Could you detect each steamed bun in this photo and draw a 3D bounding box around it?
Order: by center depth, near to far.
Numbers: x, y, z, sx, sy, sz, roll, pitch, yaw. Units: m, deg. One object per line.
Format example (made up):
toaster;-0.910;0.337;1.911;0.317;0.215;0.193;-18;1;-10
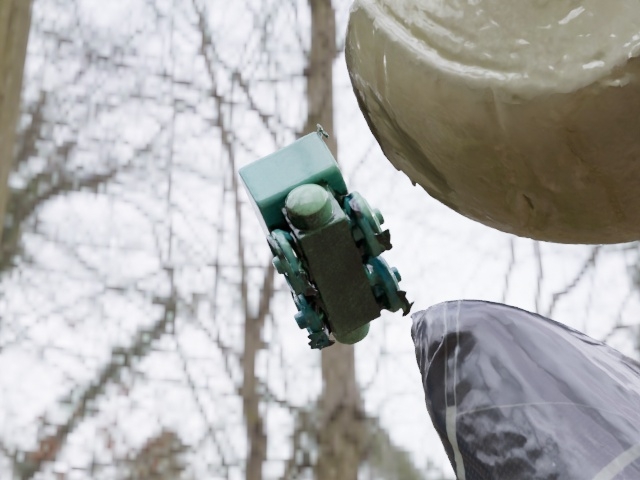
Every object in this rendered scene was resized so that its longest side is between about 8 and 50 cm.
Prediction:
steamed bun;0.169;-0.121;1.473;0.272;0.273;0.290;-35;-46;10

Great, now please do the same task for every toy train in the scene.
toy train;0.000;0.000;1.830;0.112;0.163;0.203;-25;-43;-6

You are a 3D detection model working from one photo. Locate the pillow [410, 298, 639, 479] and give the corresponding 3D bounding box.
pillow;0.167;0.139;0.873;0.161;0.335;0.092;10;-63;-47
